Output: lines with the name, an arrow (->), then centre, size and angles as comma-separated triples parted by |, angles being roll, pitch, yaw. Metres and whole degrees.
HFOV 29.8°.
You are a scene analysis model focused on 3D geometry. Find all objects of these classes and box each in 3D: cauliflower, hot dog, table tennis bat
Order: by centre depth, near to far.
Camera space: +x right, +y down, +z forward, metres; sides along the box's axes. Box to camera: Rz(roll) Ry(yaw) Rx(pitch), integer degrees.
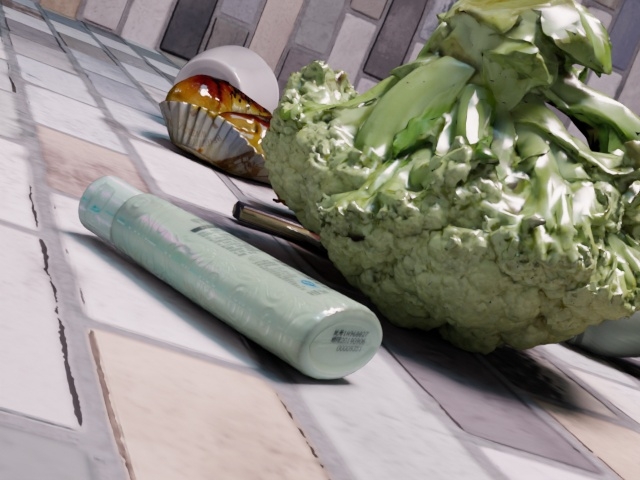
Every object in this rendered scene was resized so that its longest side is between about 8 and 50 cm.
cauliflower -> 0.113, -0.056, 0.816 | 0.275, 0.250, 0.272 | 15, 8, -17
table tennis bat -> 0.000, 0.000, 0.974 | 0.158, 0.014, 0.095 | 20, 8, -29
hot dog -> -0.051, -0.105, 1.283 | 0.163, 0.081, 0.270 | 31, 11, 37

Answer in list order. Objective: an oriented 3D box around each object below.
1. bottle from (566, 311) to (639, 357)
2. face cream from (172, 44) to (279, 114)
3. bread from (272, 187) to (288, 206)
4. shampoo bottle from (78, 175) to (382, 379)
bottle -> 0.331, 0.052, 1.016 | 0.254, 0.079, 0.096 | -2, 53, -3
face cream -> -0.111, -0.169, 1.403 | 0.117, 0.117, 0.104 | 25, 17, 14
bread -> 0.063, -0.042, 1.044 | 0.199, 0.104, 0.199 | 24, 1, 0
shampoo bottle -> -0.057, 0.014, 0.634 | 0.191, 0.041, 0.069 | 28, 15, 34
